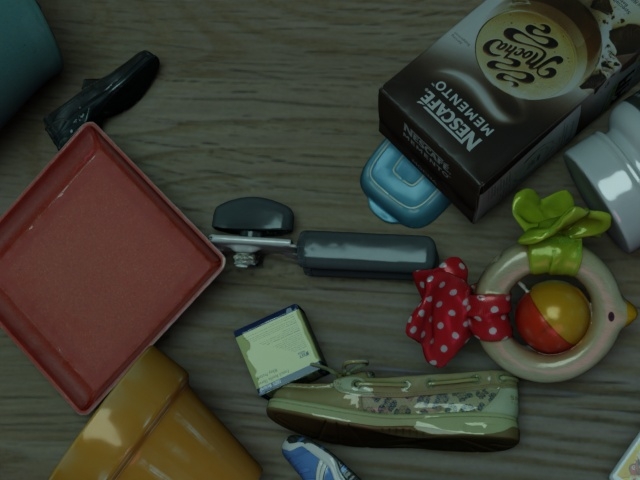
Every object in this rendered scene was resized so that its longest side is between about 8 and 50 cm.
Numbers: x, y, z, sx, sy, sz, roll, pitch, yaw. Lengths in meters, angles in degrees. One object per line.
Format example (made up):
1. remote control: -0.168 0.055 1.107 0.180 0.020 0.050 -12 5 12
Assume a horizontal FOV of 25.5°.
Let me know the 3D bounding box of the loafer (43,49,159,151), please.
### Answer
1. loafer: -0.276 -0.183 1.765 0.170 0.062 0.061 -41 69 -2

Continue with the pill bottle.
1. pill bottle: 0.424 -0.118 1.571 0.283 0.161 0.161 -33 74 2

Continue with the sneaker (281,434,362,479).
1. sneaker: 0.025 0.305 1.590 0.081 0.080 0.211 -44 73 -5

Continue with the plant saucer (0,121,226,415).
1. plant saucer: -0.273 0.034 1.706 0.258 0.048 0.259 45 97 17

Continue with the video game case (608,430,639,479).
1. video game case: 0.458 0.224 1.513 0.206 0.026 0.227 35 88 17

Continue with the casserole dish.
1. casserole dish: 0.128 -0.103 1.686 0.114 0.037 0.188 40 86 15

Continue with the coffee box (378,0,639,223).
1. coffee box: 0.228 -0.184 1.616 0.297 0.119 0.168 -41 74 -13

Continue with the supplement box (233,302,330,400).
1. supplement box: -0.045 0.131 1.653 0.083 0.056 0.083 -25 74 4

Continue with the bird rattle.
1. bird rattle: 0.228 0.068 1.548 0.253 0.143 0.207 -44 95 3

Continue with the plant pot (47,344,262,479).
1. plant pot: -0.176 0.254 1.590 0.188 0.205 0.205 36 86 0

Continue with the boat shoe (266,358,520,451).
1. boat shoe: 0.083 0.184 1.603 0.285 0.104 0.089 5 69 0

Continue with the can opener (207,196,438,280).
1. can opener: 0.000 0.000 1.665 0.281 0.074 0.093 7 78 11

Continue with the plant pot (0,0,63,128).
1. plant pot: -0.466 -0.230 1.718 0.255 0.271 0.271 -31 74 -13
